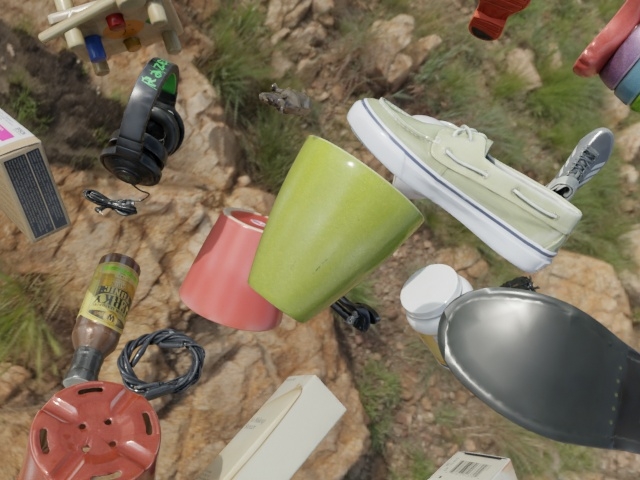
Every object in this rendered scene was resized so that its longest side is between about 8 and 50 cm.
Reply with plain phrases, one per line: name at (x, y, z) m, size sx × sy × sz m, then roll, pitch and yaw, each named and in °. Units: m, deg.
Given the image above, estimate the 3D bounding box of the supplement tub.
supplement tub at (0.261, 0.157, 1.321) m, size 0.200 × 0.144 × 0.144 m, roll 52°, pitch 57°, yaw -33°

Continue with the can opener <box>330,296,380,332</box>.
can opener at (0.053, 0.154, 1.539) m, size 0.073 × 0.186 × 0.059 m, roll 12°, pitch 107°, yaw -57°

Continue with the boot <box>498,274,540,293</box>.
boot at (0.289, 0.102, 1.032) m, size 0.045 × 0.121 × 0.099 m, roll 61°, pitch 20°, yaw -15°

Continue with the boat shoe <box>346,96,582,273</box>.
boat shoe at (0.169, -0.087, 0.782) m, size 0.302 × 0.094 × 0.109 m, roll 38°, pitch 22°, yaw 5°

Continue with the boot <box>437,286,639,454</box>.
boot at (0.208, 0.121, 0.545) m, size 0.262 × 0.229 × 0.091 m, roll 22°, pitch 83°, yaw 5°

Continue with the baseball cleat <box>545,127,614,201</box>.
baseball cleat at (0.528, -0.138, 1.331) m, size 0.072 × 0.206 × 0.109 m, roll 35°, pitch 17°, yaw 7°

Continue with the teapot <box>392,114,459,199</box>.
teapot at (0.315, -0.226, 1.835) m, size 0.187 × 0.252 × 0.256 m, roll 12°, pitch 94°, yaw 2°

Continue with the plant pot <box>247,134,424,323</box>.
plant pot at (0.000, 0.000, 1.242) m, size 0.274 × 0.275 × 0.294 m, roll 37°, pitch 88°, yaw -21°

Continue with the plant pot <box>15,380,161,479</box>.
plant pot at (-0.393, 0.398, 1.111) m, size 0.272 × 0.265 × 0.272 m, roll 14°, pitch 39°, yaw -11°

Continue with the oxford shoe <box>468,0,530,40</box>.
oxford shoe at (0.378, -0.516, 1.338) m, size 0.096 × 0.271 × 0.098 m, roll 24°, pitch 80°, yaw -4°

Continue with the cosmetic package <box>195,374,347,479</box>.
cosmetic package at (-0.105, 0.434, 1.377) m, size 0.113 × 0.160 × 0.309 m, roll 48°, pitch 62°, yaw -8°

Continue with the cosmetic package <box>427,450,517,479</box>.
cosmetic package at (0.362, 0.621, 1.398) m, size 0.129 × 0.153 × 0.296 m, roll -24°, pitch 99°, yaw -39°

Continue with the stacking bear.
stacking bear at (0.568, -0.247, 1.015) m, size 0.289 × 0.175 × 0.164 m, roll 42°, pitch 17°, yaw 13°

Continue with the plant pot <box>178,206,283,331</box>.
plant pot at (-0.191, 0.062, 1.653) m, size 0.274 × 0.275 × 0.243 m, roll 13°, pitch 103°, yaw -30°

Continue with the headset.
headset at (-0.409, -0.213, 1.413) m, size 0.185 × 0.394 × 0.243 m, roll 18°, pitch 37°, yaw -5°

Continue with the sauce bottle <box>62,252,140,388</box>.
sauce bottle at (-0.505, 0.187, 1.511) m, size 0.111 × 0.111 × 0.344 m, roll 27°, pitch 43°, yaw -25°

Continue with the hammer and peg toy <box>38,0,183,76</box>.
hammer and peg toy at (-0.456, -0.490, 1.426) m, size 0.265 × 0.361 × 0.127 m, roll -18°, pitch 88°, yaw -2°

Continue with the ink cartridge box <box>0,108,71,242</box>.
ink cartridge box at (-0.594, -0.133, 1.264) m, size 0.088 × 0.234 × 0.193 m, roll -30°, pitch 134°, yaw -30°

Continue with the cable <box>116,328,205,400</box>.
cable at (-0.345, 0.266, 1.429) m, size 0.184 × 0.047 × 0.151 m, roll -18°, pitch 61°, yaw -17°

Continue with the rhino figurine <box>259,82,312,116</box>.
rhino figurine at (-0.097, -0.386, 1.807) m, size 0.106 × 0.073 × 0.243 m, roll 28°, pitch 17°, yaw 14°
